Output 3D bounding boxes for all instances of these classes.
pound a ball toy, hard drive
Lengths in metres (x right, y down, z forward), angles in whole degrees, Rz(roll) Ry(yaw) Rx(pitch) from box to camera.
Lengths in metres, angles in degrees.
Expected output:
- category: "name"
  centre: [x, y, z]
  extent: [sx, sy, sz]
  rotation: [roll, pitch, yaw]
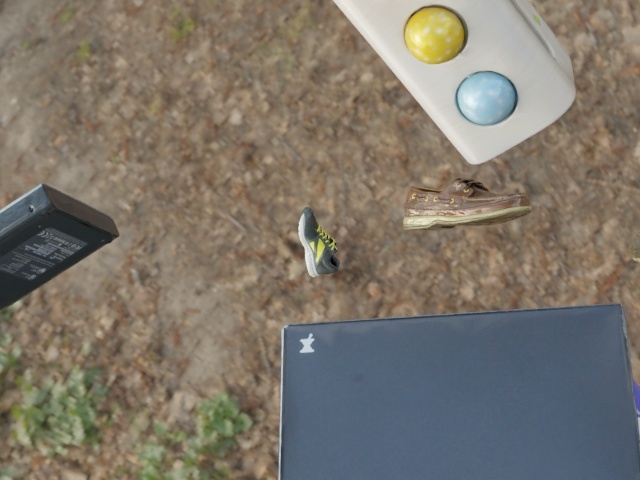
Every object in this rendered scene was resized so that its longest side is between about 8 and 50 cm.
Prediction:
- category: "pound a ball toy"
  centre: [0.125, -0.243, 1.017]
  extent: [0.208, 0.319, 0.135]
  rotation: [-30, 25, 28]
- category: "hard drive"
  centre: [-0.222, 0.014, 0.798]
  extent: [0.135, 0.094, 0.022]
  rotation: [-32, 68, 10]

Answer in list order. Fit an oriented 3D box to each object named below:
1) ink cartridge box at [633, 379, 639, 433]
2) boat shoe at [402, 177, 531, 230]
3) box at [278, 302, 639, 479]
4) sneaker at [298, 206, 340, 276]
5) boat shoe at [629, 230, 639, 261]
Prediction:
- category: "ink cartridge box"
  centre: [0.502, 0.332, 1.812]
  extent: [0.069, 0.370, 0.175]
  rotation: [-18, 26, -1]
- category: "boat shoe"
  centre: [0.170, -0.046, 1.345]
  extent: [0.178, 0.064, 0.060]
  rotation: [-5, 86, 44]
- category: "box"
  centre: [0.134, 0.199, 1.039]
  extent: [0.296, 0.294, 0.182]
  rotation: [-5, 63, 11]
- category: "sneaker"
  centre: [0.000, 0.000, 1.176]
  extent: [0.035, 0.083, 0.031]
  rotation: [-3, 34, 16]
- category: "boat shoe"
  centre: [0.430, -0.009, 1.322]
  extent: [0.135, 0.045, 0.050]
  rotation: [-32, 47, 28]
